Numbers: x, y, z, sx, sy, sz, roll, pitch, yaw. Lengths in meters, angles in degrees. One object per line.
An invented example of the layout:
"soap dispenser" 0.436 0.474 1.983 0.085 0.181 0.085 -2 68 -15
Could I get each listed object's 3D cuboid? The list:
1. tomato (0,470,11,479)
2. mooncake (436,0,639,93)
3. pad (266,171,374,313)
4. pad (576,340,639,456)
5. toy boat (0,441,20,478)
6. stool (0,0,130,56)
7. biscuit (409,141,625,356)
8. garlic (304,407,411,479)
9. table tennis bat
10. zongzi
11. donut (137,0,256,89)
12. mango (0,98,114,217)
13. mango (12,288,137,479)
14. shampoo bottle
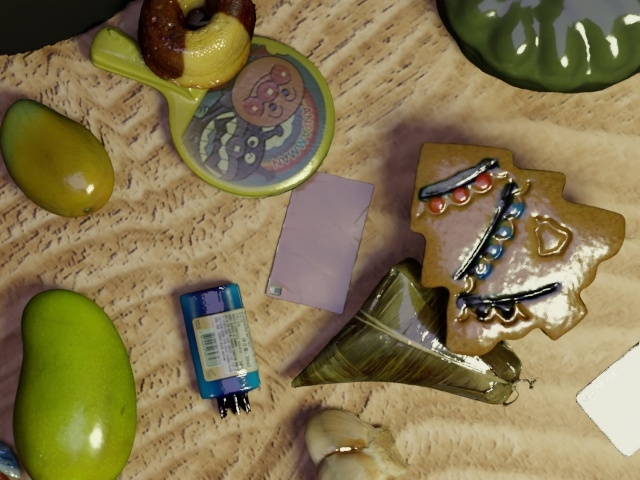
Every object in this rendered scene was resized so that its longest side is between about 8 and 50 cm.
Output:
"tomato" -0.530 0.463 1.698 0.338 0.144 0.338 1 95 8
"mooncake" 0.319 -0.364 1.611 0.357 0.194 0.356 0 88 5
"pad" 0.000 0.000 1.731 0.113 0.006 0.187 14 89 7
"pad" 0.439 0.206 1.685 0.157 0.003 0.112 -41 85 4
"toy boat" -0.495 0.341 1.771 0.105 0.034 0.149 41 106 2
"stool" -0.410 -0.461 1.646 0.297 0.297 0.330 -28 82 5
"biscuit" 0.221 -0.002 1.581 0.278 0.043 0.301 -43 86 3
"garlic" 0.039 0.305 1.672 0.099 0.124 0.174 -54 50 29
"table tennis bat" -0.154 -0.203 1.726 0.369 0.054 0.224 27 85 4
"zongzi" 0.126 0.185 1.670 0.248 0.111 0.241 42 101 2
"donut" -0.170 -0.302 1.691 0.166 0.073 0.184 21 67 6
"mango" -0.371 -0.115 1.728 0.130 0.092 0.194 -37 81 6
"mango" -0.340 0.208 1.701 0.175 0.143 0.293 -11 78 12
"shampoo bottle" -0.136 0.155 1.720 0.087 0.050 0.183 -13 88 3
